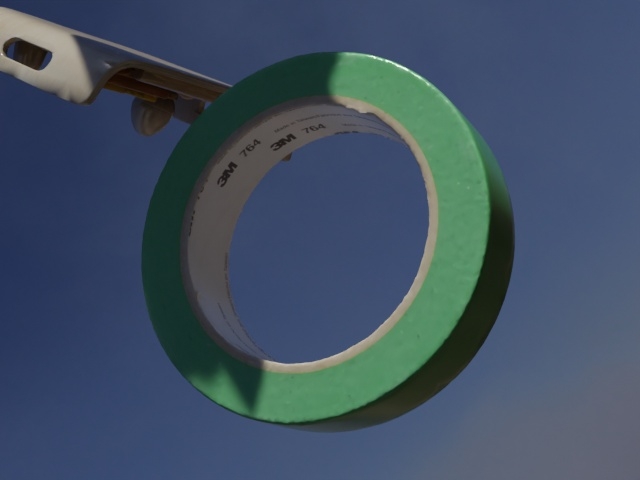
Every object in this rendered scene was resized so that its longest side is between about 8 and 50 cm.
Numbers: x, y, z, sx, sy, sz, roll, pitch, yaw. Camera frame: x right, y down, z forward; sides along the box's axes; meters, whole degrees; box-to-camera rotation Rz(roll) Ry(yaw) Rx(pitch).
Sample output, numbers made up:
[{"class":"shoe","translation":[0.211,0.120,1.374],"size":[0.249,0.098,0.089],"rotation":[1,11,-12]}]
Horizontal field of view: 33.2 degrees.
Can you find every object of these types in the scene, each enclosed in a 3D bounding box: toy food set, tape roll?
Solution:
[{"class":"toy food set","translation":[-0.200,-0.152,1.144],"size":[0.306,0.220,0.092],"rotation":[9,-77,-53]},{"class":"tape roll","translation":[0.000,0.000,0.920],"size":[0.321,0.321,0.077],"rotation":[-46,-29,8]}]
